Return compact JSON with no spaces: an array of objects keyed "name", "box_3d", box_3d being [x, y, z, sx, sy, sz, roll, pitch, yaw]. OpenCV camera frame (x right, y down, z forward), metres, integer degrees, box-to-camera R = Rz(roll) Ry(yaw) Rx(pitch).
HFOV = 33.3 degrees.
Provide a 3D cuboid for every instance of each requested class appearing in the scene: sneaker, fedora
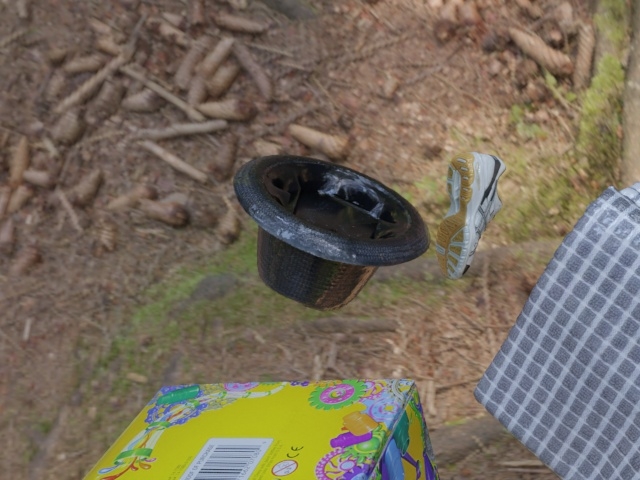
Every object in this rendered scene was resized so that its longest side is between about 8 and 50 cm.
[{"name":"sneaker","box_3d":[0.097,-0.014,0.667,0.032,0.037,0.083,39,127,49]},{"name":"fedora","box_3d":[0.000,0.000,1.587,0.334,0.334,0.152,34,115,26]}]

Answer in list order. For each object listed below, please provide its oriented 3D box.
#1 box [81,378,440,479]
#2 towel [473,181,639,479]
[{"name":"box","box_3d":[-0.039,0.269,0.568,0.177,0.290,0.279,-5,113,25]},{"name":"towel","box_3d":[0.290,0.123,0.988,0.235,0.121,0.283,41,123,26]}]
